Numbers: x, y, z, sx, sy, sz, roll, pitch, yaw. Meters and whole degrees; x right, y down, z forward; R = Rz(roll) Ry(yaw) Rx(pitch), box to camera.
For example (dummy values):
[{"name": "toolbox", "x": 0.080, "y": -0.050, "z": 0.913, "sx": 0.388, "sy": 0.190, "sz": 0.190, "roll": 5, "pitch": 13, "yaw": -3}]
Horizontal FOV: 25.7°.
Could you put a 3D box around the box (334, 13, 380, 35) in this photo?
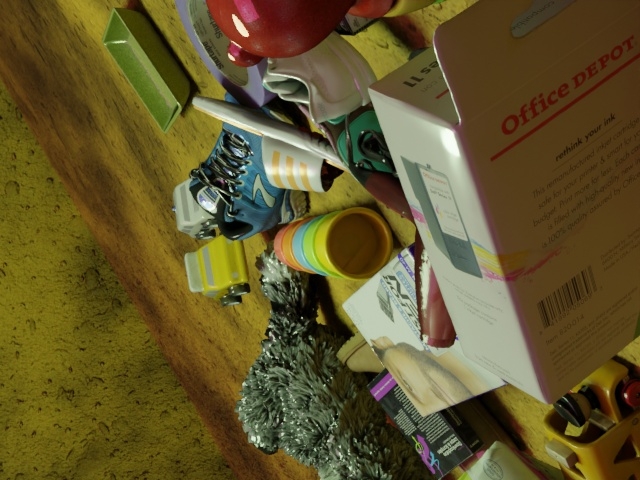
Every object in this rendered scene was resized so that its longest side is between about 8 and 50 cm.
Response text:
[{"name": "box", "x": -0.031, "y": -0.311, "z": 1.505, "sx": 0.191, "sy": 0.045, "sz": 0.184, "roll": 61, "pitch": 165, "yaw": -21}]

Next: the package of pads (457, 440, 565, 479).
[{"name": "package of pads", "x": 0.283, "y": 0.351, "z": 1.600, "sx": 0.229, "sy": 0.101, "sz": 0.296, "roll": 45, "pitch": -173, "yaw": 33}]

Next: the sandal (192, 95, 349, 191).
[{"name": "sandal", "x": -0.049, "y": -0.106, "z": 1.728, "sx": 0.265, "sy": 0.076, "sz": 0.102, "roll": 23, "pitch": -170, "yaw": 25}]

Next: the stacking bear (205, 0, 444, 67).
[{"name": "stacking bear", "x": 0.040, "y": -0.235, "z": 1.020, "sx": 0.164, "sy": 0.289, "sz": 0.175, "roll": 47, "pitch": 161, "yaw": 26}]

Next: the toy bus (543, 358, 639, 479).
[{"name": "toy bus", "x": 0.289, "y": 0.202, "z": 1.482, "sx": 0.202, "sy": 0.104, "sz": 0.191, "roll": 50, "pitch": 162, "yaw": 16}]

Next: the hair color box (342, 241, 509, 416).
[{"name": "hair color box", "x": 0.149, "y": 0.092, "z": 1.661, "sx": 0.185, "sy": 0.110, "sz": 0.339, "roll": 54, "pitch": 165, "yaw": 5}]

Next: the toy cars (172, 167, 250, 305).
[{"name": "toy cars", "x": -0.192, "y": -0.006, "z": 2.282, "sx": 0.394, "sy": 0.087, "sz": 0.177, "roll": -118, "pitch": 24, "yaw": -57}]

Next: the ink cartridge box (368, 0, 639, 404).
[{"name": "ink cartridge box", "x": 0.174, "y": -0.072, "z": 1.102, "sx": 0.119, "sy": 0.207, "sz": 0.354, "roll": 32, "pitch": 150, "yaw": 51}]

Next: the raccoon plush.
[{"name": "raccoon plush", "x": 0.020, "y": 0.247, "z": 2.176, "sx": 0.299, "sy": 0.216, "sz": 0.446, "roll": 30, "pitch": 150, "yaw": 40}]

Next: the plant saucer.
[{"name": "plant saucer", "x": -0.268, "y": -0.275, "z": 2.225, "sx": 0.188, "sy": 0.045, "sz": 0.188, "roll": 56, "pitch": 164, "yaw": -1}]

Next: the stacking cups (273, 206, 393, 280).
[{"name": "stacking cups", "x": 0.000, "y": 0.000, "z": 1.935, "sx": 0.096, "sy": 0.096, "sz": 0.316, "roll": 59, "pitch": 165, "yaw": -11}]

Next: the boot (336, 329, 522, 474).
[{"name": "boot", "x": 0.145, "y": 0.225, "z": 1.959, "sx": 0.269, "sy": 0.089, "sz": 0.236, "roll": 52, "pitch": 163, "yaw": 8}]

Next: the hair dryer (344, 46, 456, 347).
[{"name": "hair dryer", "x": 0.111, "y": -0.036, "z": 1.444, "sx": 0.223, "sy": 0.080, "sz": 0.294, "roll": 141, "pitch": 123, "yaw": -66}]

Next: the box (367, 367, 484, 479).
[{"name": "box", "x": 0.138, "y": 0.232, "z": 1.865, "sx": 0.162, "sy": 0.029, "sz": 0.116, "roll": 53, "pitch": 149, "yaw": 10}]

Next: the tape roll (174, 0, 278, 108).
[{"name": "tape roll", "x": -0.095, "y": -0.260, "z": 1.713, "sx": 0.189, "sy": 0.080, "sz": 0.189, "roll": 48, "pitch": 162, "yaw": 21}]

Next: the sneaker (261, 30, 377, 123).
[{"name": "sneaker", "x": -0.029, "y": -0.195, "z": 1.483, "sx": 0.212, "sy": 0.094, "sz": 0.080, "roll": 48, "pitch": 168, "yaw": 44}]

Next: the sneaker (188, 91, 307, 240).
[{"name": "sneaker", "x": -0.101, "y": -0.094, "z": 1.928, "sx": 0.130, "sy": 0.147, "sz": 0.330, "roll": 47, "pitch": 161, "yaw": 25}]

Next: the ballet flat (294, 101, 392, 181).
[{"name": "ballet flat", "x": 0.042, "y": -0.124, "z": 1.628, "sx": 0.221, "sy": 0.077, "sz": 0.079, "roll": 49, "pitch": -179, "yaw": 37}]
